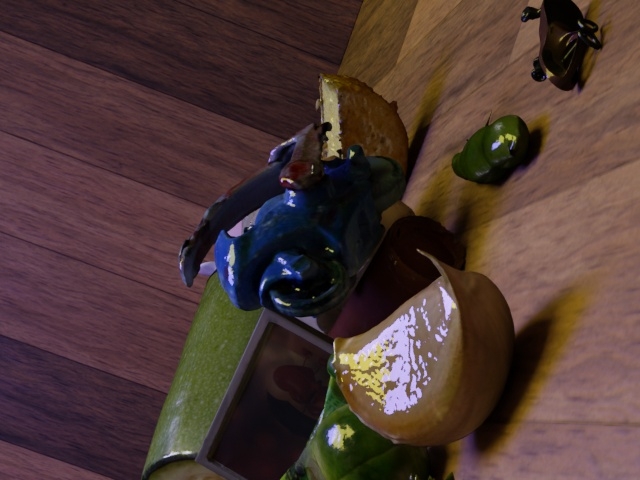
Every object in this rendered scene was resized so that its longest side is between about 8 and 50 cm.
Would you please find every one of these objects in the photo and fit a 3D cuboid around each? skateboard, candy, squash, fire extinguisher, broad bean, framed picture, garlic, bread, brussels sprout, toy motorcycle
[{"bbox_3d":[0.274,-0.225,1.634,0.080,0.067,0.151,-51,23,36],"label":"skateboard"},{"bbox_3d":[0.025,0.275,1.839,0.069,0.149,0.246,6,-66,-52],"label":"candy"},{"bbox_3d":[-0.098,0.240,2.228,0.263,0.263,0.384,119,169,-49],"label":"squash"},{"bbox_3d":[0.083,0.100,1.938,0.147,0.106,0.337,-55,-4,-45],"label":"fire extinguisher"},{"bbox_3d":[0.204,-0.115,1.811,0.318,0.056,0.098,-114,44,-82],"label":"broad bean"},{"bbox_3d":[-0.029,0.241,1.930,0.289,0.211,0.020,-64,-8,33],"label":"framed picture"},{"bbox_3d":[0.112,0.113,1.460,0.145,0.164,0.245,-54,1,-41],"label":"garlic"},{"bbox_3d":[0.076,-0.151,2.430,0.160,0.147,0.260,-148,52,-75],"label":"bread"},{"bbox_3d":[0.060,0.245,1.615,0.117,0.155,0.155,-29,7,-3],"label":"brussels sprout"},{"bbox_3d":[-0.031,0.000,1.856,0.241,0.182,0.319,-26,21,40],"label":"toy motorcycle"}]

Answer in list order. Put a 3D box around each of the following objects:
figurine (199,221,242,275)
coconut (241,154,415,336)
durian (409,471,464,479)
[{"bbox_3d":[-0.062,0.034,2.461,0.284,0.206,0.316,-24,-7,-35],"label":"figurine"},{"bbox_3d":[0.000,0.000,2.098,0.239,0.244,0.239,-57,-6,-10],"label":"coconut"},{"bbox_3d":[0.057,0.321,1.142,0.291,0.224,0.291,-38,-19,-16],"label":"durian"}]
